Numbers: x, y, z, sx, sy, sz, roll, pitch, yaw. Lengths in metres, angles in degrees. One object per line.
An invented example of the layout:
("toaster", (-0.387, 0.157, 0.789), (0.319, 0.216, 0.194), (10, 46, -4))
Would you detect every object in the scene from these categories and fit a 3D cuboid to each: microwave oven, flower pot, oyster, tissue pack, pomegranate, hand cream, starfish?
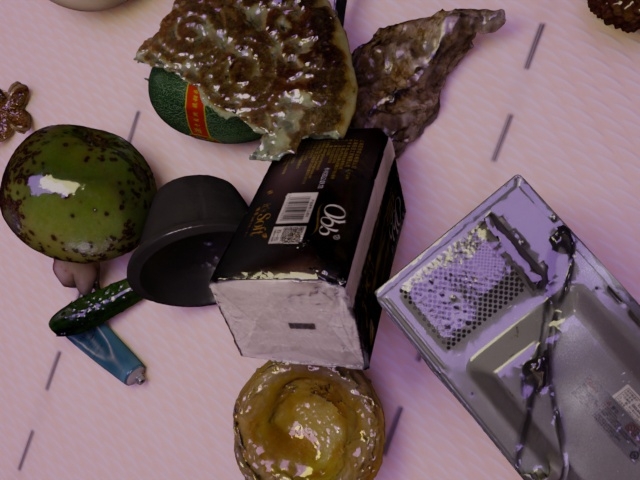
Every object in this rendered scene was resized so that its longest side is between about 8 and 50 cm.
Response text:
("microwave oven", (0.314, 0.158, 0.838), (0.236, 0.374, 0.432), (-41, 80, 9))
("flower pot", (-0.215, -0.009, 1.095), (0.269, 0.269, 0.166), (-26, 59, 14))
("oyster", (0.118, -0.286, 1.073), (0.204, 0.111, 0.396), (45, 102, 19))
("tissue pack", (0.000, 0.000, 0.935), (0.210, 0.198, 0.370), (4, 42, 17))
("pomegranate", (-0.460, -0.044, 1.170), (0.285, 0.285, 0.340), (29, 120, 17))
("hand cream", (-0.431, 0.215, 1.233), (0.224, 0.048, 0.083), (34, 93, 22))
("starfish", (-0.715, -0.271, 1.342), (0.190, 0.074, 0.146), (-4, 83, 17))

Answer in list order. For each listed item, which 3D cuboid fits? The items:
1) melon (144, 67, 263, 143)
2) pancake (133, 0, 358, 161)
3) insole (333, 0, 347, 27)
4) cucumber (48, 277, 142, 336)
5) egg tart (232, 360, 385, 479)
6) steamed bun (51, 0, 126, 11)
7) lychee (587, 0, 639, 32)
("melon", (-0.197, -0.271, 1.127), (0.288, 0.182, 0.182), (15, 90, 18))
("pancake", (-0.098, -0.307, 1.018), (0.427, 0.067, 0.305), (41, 78, 16))
("insole", (0.040, -0.445, 1.073), (0.012, 0.110, 0.309), (9, 100, 11))
("cucumber", (-0.428, 0.127, 1.214), (0.228, 0.069, 0.069), (-27, 78, -2))
("egg tart", (-0.018, 0.323, 1.052), (0.289, 0.118, 0.288), (-1, 85, 15))
("steamed bun", (-0.474, -0.610, 1.184), (0.325, 0.206, 0.324), (7, 114, 17))
("lychee", (0.521, -0.420, 0.897), (0.272, 0.271, 0.271), (-2, 85, 17))
